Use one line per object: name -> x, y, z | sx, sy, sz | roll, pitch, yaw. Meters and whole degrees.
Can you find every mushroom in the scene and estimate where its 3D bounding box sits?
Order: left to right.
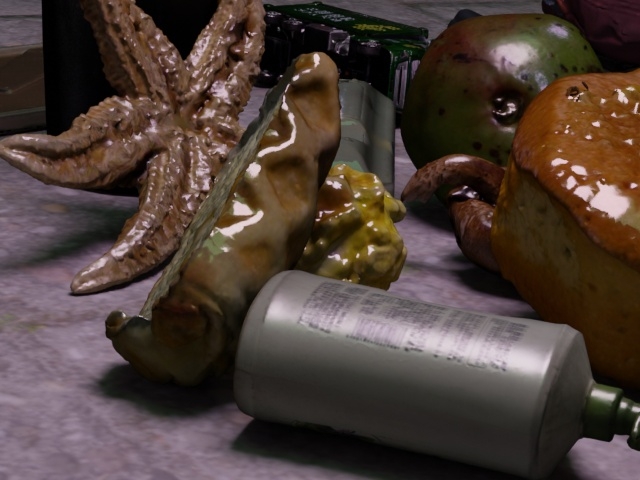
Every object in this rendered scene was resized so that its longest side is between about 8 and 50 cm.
mushroom -> 0.144, -0.016, 1.372 | 0.170, 0.080, 0.135 | 17, 22, -3

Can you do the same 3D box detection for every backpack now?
backpack -> 0.408, -0.282, 2.137 | 0.283, 0.197, 0.317 | 4, 22, -8

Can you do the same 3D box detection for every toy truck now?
toy truck -> 0.027, -0.188, 1.903 | 0.121, 0.088, 0.259 | -8, 20, -37

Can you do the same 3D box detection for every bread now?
bread -> -0.049, -0.006, 1.149 | 0.088, 0.128, 0.232 | 36, 53, -13
bread -> 0.237, -0.009, 1.213 | 0.268, 0.146, 0.268 | 11, 33, -8

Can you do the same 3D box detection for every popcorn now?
popcorn -> 0.000, 0.000, 1.252 | 0.120, 0.116, 0.106 | 45, 21, -14

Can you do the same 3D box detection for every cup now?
cup -> -0.134, -0.148, 1.569 | 0.166, 0.177, 0.239 | 16, 20, 33

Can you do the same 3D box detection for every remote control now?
remote control -> 0.004, -0.088, 1.607 | 0.128, 0.066, 0.335 | 7, 18, 0

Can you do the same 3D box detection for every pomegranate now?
pomegranate -> 0.155, -0.099, 1.531 | 0.181, 0.182, 0.224 | 5, -2, -1

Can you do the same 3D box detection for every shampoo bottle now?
shampoo bottle -> 0.077, 0.081, 1.043 | 0.234, 0.087, 0.118 | 11, 15, 17

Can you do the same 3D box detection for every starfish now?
starfish -> -0.095, -0.094, 1.383 | 0.327, 0.094, 0.375 | 25, 55, -20

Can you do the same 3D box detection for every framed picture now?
framed picture -> -0.303, -0.152, 1.796 | 0.247, 0.022, 0.335 | 20, 22, 40

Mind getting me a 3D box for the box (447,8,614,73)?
box -> 0.240, -0.158, 1.815 | 0.230, 0.050, 0.160 | 21, 14, -13
